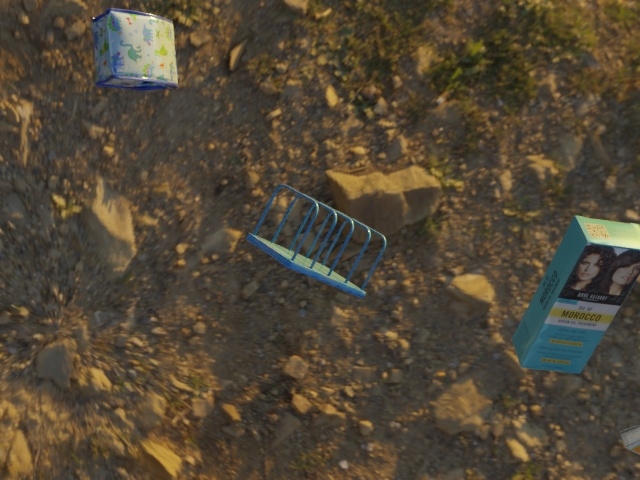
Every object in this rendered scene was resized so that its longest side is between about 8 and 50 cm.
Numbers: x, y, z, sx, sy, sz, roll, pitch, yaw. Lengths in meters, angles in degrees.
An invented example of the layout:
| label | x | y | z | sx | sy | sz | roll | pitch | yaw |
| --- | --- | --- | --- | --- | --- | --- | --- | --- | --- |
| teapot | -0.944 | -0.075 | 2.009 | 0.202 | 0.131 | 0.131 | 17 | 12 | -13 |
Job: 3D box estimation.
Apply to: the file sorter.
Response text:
| label | x | y | z | sx | sy | sz | roll | pitch | yaw |
| --- | --- | --- | --- | --- | --- | --- | --- | --- | --- |
| file sorter | 0.000 | 0.000 | 1.342 | 0.170 | 0.118 | 0.104 | 25 | 95 | -42 |

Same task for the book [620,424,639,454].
| label | x | y | z | sx | sy | sz | roll | pitch | yaw |
| --- | --- | --- | --- | --- | --- | --- | --- | --- | --- |
| book | 0.686 | 0.405 | 1.777 | 0.144 | 0.096 | 0.035 | 32 | 37 | -41 |

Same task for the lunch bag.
| label | x | y | z | sx | sy | sz | roll | pitch | yaw |
| --- | --- | --- | --- | --- | --- | --- | --- | --- | --- |
| lunch bag | -0.329 | -0.341 | 1.584 | 0.151 | 0.096 | 0.129 | -5 | 91 | -39 |

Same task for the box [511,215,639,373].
| label | x | y | z | sx | sy | sz | roll | pitch | yaw |
| --- | --- | --- | --- | --- | --- | --- | --- | --- | --- |
| box | 0.364 | 0.082 | 1.239 | 0.100 | 0.244 | 0.060 | 7 | 38 | -11 |
